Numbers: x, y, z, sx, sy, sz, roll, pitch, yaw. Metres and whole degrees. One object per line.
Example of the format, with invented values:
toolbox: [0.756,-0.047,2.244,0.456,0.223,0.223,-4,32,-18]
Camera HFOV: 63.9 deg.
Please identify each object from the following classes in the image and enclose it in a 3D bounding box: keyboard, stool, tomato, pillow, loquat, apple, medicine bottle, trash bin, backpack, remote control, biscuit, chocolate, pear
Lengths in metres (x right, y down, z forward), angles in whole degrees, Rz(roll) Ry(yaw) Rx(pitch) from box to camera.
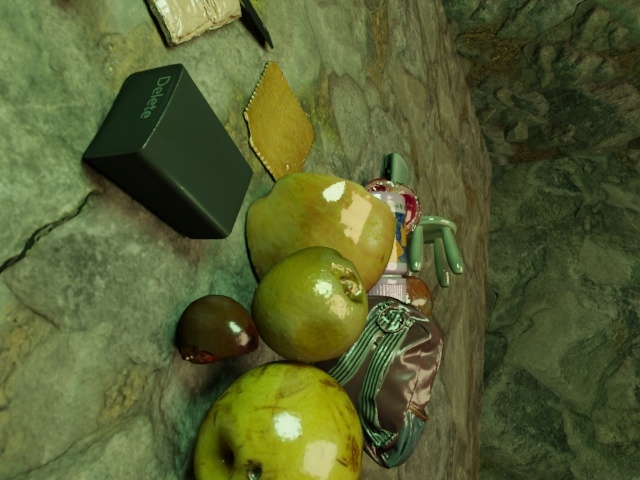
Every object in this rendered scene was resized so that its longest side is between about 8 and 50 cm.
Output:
keyboard: [-0.133,-0.454,1.039,0.155,0.010,0.053,47,23,-61]
stool: [0.365,0.040,1.728,0.195,0.196,0.198,101,-8,-65]
tomato: [0.202,-0.089,1.547,0.099,0.190,0.173,117,-9,-75]
pillow: [-0.216,-0.424,0.889,0.232,0.043,0.126,-52,126,-48]
loquat: [-0.019,0.117,0.897,0.213,0.213,0.212,13,76,-61]
apple: [0.000,0.000,1.098,0.252,0.314,0.309,50,5,29]
medicine bottle: [0.138,0.026,1.346,0.178,0.178,0.290,11,76,-61]
trash bin: [-0.211,-0.121,0.785,0.225,0.115,0.165,52,44,-49]
backpack: [0.117,0.273,1.087,0.317,0.284,0.197,-64,153,-2]
tomato: [0.272,0.195,1.612,0.214,0.155,0.180,-3,86,-61]
remote control: [0.243,-0.143,1.692,0.140,0.056,0.296,39,52,-54]
biscuit: [-0.086,-0.243,1.136,0.236,0.013,0.231,54,42,-44]
chocolate: [-0.159,0.152,0.828,0.124,0.133,0.127,-45,128,-59]
pear: [-0.065,0.336,0.846,0.281,0.281,0.280,13,76,-61]
